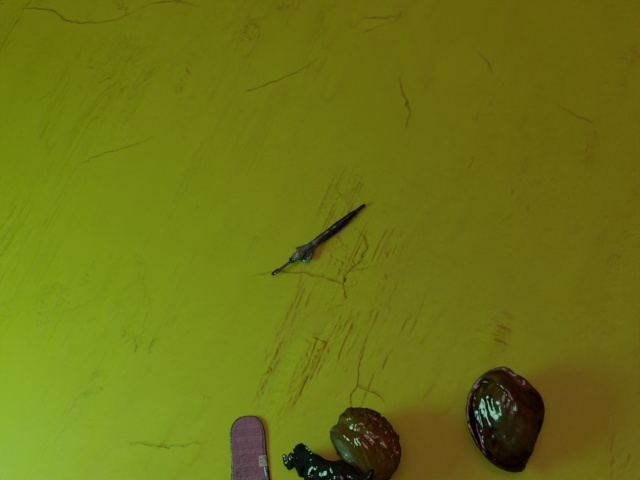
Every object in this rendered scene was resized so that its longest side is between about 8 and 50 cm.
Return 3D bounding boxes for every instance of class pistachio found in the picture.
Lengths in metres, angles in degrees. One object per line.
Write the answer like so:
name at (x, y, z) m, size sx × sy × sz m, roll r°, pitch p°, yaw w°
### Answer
pistachio at (0.375, 0.358, 1.875) m, size 0.165 × 0.130 × 0.210 m, roll -7°, pitch 83°, yaw -5°

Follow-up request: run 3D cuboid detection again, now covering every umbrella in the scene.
umbrella at (0.001, 0.000, 2.109) m, size 0.269 × 0.044 × 0.044 m, roll -37°, pitch 99°, yaw -8°

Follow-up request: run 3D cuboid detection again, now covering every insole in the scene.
insole at (-0.136, 0.513, 1.928) m, size 0.110 × 0.012 × 0.309 m, roll -8°, pitch 68°, yaw 5°

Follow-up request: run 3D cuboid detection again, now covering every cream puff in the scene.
cream puff at (0.098, 0.407, 1.879) m, size 0.115 × 0.150 × 0.165 m, roll -27°, pitch 109°, yaw -23°

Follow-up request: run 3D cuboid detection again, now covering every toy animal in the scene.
toy animal at (0.008, 0.479, 1.850) m, size 0.233 × 0.085 × 0.148 m, roll 2°, pitch 103°, yaw 48°
